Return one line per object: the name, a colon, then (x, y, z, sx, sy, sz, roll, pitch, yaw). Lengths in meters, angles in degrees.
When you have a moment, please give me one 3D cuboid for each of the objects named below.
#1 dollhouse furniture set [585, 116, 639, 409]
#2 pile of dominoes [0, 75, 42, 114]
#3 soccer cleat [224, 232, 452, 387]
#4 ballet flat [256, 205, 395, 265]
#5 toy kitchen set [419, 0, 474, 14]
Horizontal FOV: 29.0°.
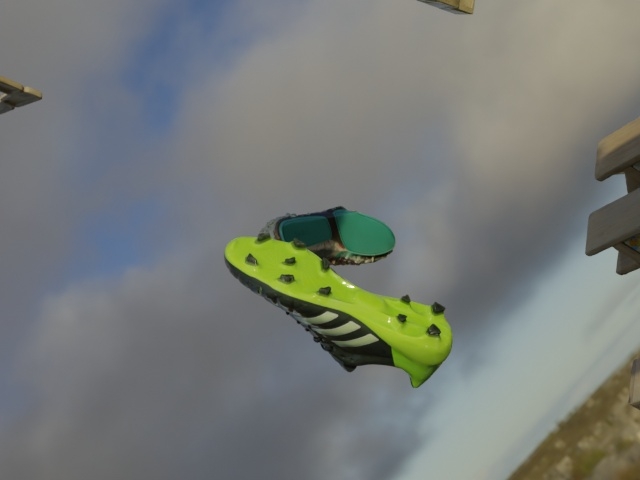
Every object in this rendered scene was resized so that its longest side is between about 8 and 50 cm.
dollhouse furniture set: (0.576, 0.042, 1.664, 0.256, 0.362, 0.394, -33, 36, 52)
pile of dominoes: (-0.512, -0.206, 1.604, 0.251, 0.040, 0.196, -11, -22, 38)
soccer cleat: (0.008, 0.054, 0.899, 0.060, 0.179, 0.072, -63, -4, -52)
ballet flat: (0.000, 0.000, 1.744, 0.241, 0.091, 0.077, 3, -24, -43)
toy kitchen set: (0.067, -0.210, 0.923, 0.083, 0.075, 0.068, 7, -88, -47)
